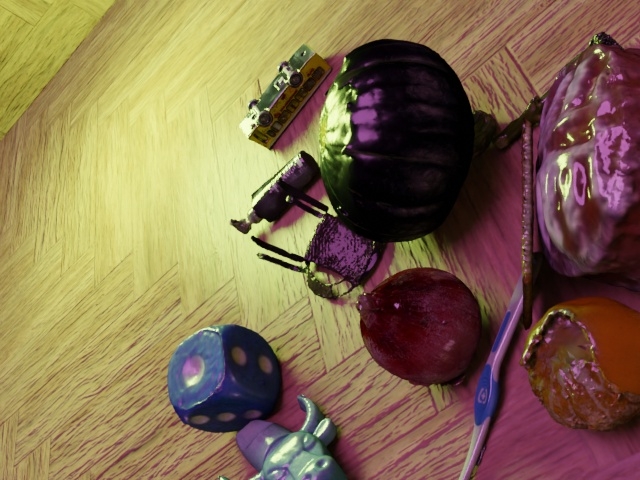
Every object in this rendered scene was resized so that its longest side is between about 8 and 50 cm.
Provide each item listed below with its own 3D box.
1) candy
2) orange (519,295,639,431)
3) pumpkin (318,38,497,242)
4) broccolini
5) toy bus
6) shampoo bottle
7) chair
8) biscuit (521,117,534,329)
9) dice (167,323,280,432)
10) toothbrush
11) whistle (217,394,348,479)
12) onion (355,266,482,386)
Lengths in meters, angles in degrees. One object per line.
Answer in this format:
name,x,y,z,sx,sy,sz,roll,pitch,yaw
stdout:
candy,0.330,-0.087,0.865,0.214,0.157,0.290,124,153,-66
orange,0.294,0.132,0.821,0.156,0.134,0.157,-39,30,27
pumpkin,0.133,-0.136,1.109,0.295,0.295,0.296,-27,48,35
broccolini,0.337,-0.199,1.064,0.216,0.058,0.067,-47,-2,27
toy bus,-0.078,-0.304,1.569,0.226,0.074,0.081,-51,39,11
shampoo bottle,-0.091,-0.087,1.451,0.207,0.063,0.057,-43,29,22
chair,0.000,0.000,1.277,0.213,0.149,0.174,25,81,10
biscuit,0.258,-0.021,0.933,0.016,0.139,0.232,0,59,16
dice,-0.159,0.230,1.255,0.146,0.146,0.143,-34,46,28
toothbrush,0.217,0.191,0.953,0.040,0.040,0.386,10,70,51
whistle,-0.043,0.330,1.108,0.186,0.093,0.274,-43,29,-22
onion,0.116,0.105,0.987,0.159,0.194,0.160,-30,50,44
